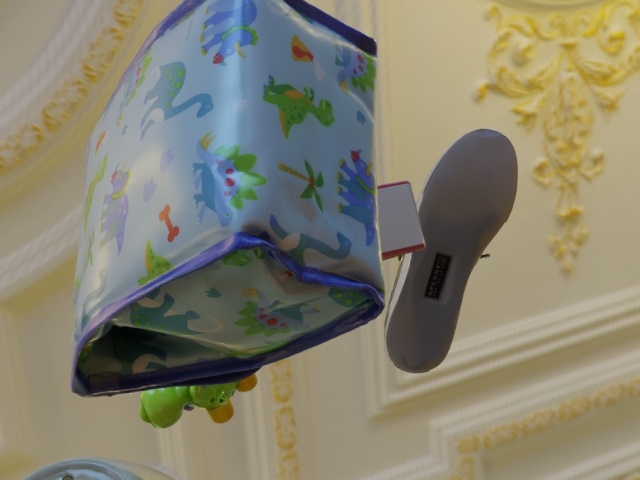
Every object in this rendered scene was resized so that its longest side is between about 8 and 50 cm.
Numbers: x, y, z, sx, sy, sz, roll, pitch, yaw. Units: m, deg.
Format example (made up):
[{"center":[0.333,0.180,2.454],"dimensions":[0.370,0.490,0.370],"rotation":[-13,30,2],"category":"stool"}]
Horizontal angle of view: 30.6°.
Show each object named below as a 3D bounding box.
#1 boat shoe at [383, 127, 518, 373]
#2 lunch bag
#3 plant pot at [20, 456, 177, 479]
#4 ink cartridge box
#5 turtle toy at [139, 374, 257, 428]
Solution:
[{"center":[0.151,0.010,1.427],"dimensions":[0.113,0.105,0.306],"rotation":[14,-85,-8],"category":"boat shoe"},{"center":[-0.050,-0.014,0.478],"dimensions":[0.096,0.151,0.129],"rotation":[27,-130,-39],"category":"lunch bag"},{"center":[-0.200,0.301,1.029],"dimensions":[0.284,0.284,0.191],"rotation":[-27,-46,-21],"category":"plant pot"},{"center":[0.000,0.000,1.001],"dimensions":[0.109,0.150,0.063],"rotation":[-13,-93,-31],"category":"ink cartridge box"},{"center":[-0.119,0.125,1.087],"dimensions":[0.130,0.066,0.095],"rotation":[-51,-55,-50],"category":"turtle toy"}]
